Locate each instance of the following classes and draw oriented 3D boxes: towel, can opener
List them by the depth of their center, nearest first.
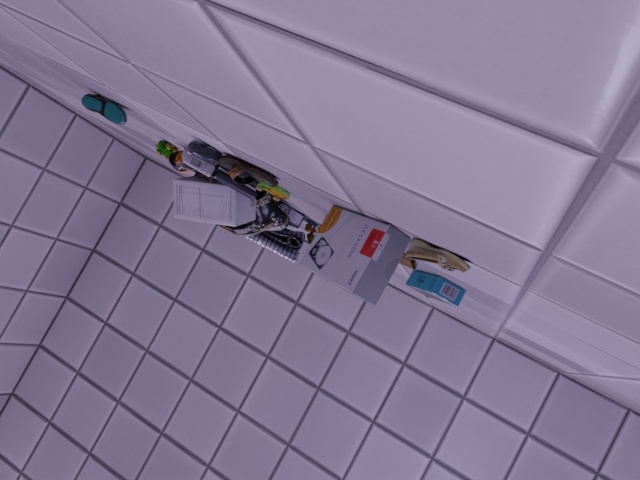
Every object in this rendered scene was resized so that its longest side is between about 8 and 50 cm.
[{"bbox_3d":[-0.283,-0.205,1.730,0.283,0.076,0.095,30,177,-38],"label":"can opener"},{"bbox_3d":[-0.177,-0.020,2.300,0.235,0.121,0.284,27,180,-2],"label":"towel"}]

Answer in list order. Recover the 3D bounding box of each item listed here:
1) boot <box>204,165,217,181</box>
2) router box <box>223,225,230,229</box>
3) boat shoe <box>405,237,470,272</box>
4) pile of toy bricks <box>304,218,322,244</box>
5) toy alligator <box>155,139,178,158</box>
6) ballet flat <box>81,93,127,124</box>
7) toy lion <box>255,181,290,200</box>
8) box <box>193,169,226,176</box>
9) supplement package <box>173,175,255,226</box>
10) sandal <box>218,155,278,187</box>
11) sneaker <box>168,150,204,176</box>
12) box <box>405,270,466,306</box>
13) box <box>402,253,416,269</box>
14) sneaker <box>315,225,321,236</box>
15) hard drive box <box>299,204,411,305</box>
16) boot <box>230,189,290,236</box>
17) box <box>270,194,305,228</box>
[{"bbox_3d":[-0.383,-0.247,1.856,0.106,0.082,0.219,27,179,-15],"label":"boot"},{"bbox_3d":[-0.409,-0.108,2.312,0.243,0.081,0.309,28,175,-5],"label":"router box"},{"bbox_3d":[0.256,0.042,1.269,0.153,0.048,0.056,26,176,36],"label":"boat shoe"},{"bbox_3d":[0.000,0.000,2.235,0.212,0.105,0.118,25,175,42],"label":"pile of toy bricks"},{"bbox_3d":[-0.585,-0.350,2.266,0.190,0.056,0.051,32,-143,-62],"label":"toy alligator"},{"bbox_3d":[-0.682,-0.428,1.869,0.188,0.070,0.070,29,177,16],"label":"ballet flat"},{"bbox_3d":[-0.142,-0.154,1.763,0.100,0.034,0.096,30,170,-14],"label":"toy lion"},{"bbox_3d":[-0.397,-0.206,2.341,0.153,0.108,0.207,25,174,42],"label":"box"},{"bbox_3d":[-0.354,-0.137,1.935,0.244,0.139,0.134,9,-165,22],"label":"supplement package"},{"bbox_3d":[-0.209,-0.181,1.603,0.219,0.060,0.090,26,176,31],"label":"sandal"},{"bbox_3d":[-0.465,-0.284,2.038,0.215,0.084,0.083,13,169,33],"label":"sneaker"},{"bbox_3d":[0.373,0.154,1.894,0.100,0.060,0.244,29,176,-11],"label":"box"},{"bbox_3d":[0.197,0.028,1.770,0.201,0.021,0.164,28,177,17],"label":"box"},{"bbox_3d":[0.054,0.000,1.872,0.384,0.145,0.147,-120,6,-82],"label":"sneaker"},{"bbox_3d":[0.080,0.030,1.408,0.089,0.181,0.232,33,174,-37],"label":"hard drive box"},{"bbox_3d":[-0.246,-0.103,2.061,0.236,0.085,0.178,-7,141,22],"label":"boot"},{"bbox_3d":[-0.213,-0.144,2.212,0.270,0.060,0.216,30,177,-22],"label":"box"}]
